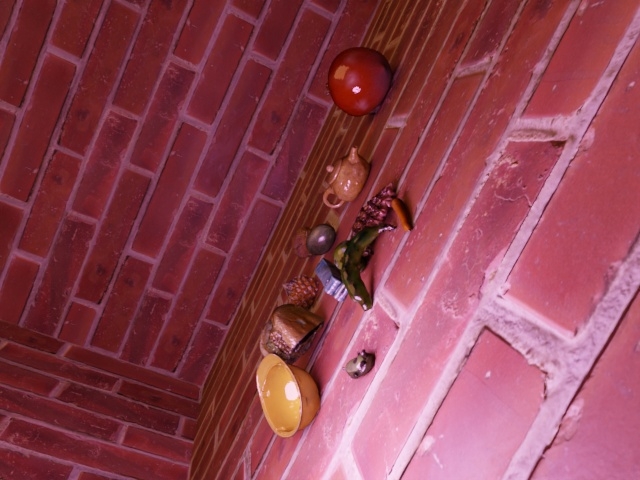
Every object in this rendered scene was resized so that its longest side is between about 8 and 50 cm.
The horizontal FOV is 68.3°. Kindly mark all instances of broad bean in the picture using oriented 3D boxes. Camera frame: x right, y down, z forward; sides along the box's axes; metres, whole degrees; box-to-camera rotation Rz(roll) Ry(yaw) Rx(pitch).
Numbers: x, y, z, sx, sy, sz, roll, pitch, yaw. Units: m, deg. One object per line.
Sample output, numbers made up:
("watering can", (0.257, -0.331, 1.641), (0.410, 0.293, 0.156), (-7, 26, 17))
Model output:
("broad bean", (0.130, 0.068, 1.441), (0.144, 0.049, 0.291), (8, 68, 32))

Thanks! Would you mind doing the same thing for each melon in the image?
("melon", (0.000, 0.000, 2.040), (0.167, 0.114, 0.114), (-55, 17, 31))

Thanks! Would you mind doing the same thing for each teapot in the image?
("teapot", (0.094, -0.269, 2.010), (0.311, 0.167, 0.203), (-57, 17, 35))

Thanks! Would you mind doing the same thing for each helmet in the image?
("helmet", (-0.081, 0.474, 1.467), (0.205, 0.140, 0.257), (-58, 44, 28))

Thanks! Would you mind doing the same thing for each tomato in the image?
("tomato", (0.189, -0.758, 2.239), (0.321, 0.322, 0.321), (-59, 15, 27))

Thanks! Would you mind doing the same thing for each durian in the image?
("durian", (-0.077, 0.011, 2.285), (0.168, 0.137, 0.158), (-81, -3, -72))

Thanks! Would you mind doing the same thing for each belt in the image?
("belt", (0.042, 0.138, 1.718), (0.072, 0.087, 0.302), (-52, 16, 6))

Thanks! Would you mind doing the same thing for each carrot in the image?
("carrot", (0.243, -0.077, 1.403), (0.037, 0.037, 0.190), (-60, 16, 25))

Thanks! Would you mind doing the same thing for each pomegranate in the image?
("pomegranate", (0.114, 0.048, 1.547), (0.162, 0.122, 0.122), (-32, 27, 20))

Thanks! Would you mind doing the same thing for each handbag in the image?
("handbag", (0.099, 0.332, 1.243), (0.111, 0.047, 0.072), (-47, 22, 48))

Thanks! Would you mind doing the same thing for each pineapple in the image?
("pineapple", (-0.102, 0.216, 2.015), (0.161, 0.137, 0.176), (-65, 13, 6))

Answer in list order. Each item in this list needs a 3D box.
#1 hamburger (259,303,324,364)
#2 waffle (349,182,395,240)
("hamburger", (-0.114, 0.322, 1.653), (0.288, 0.192, 0.167), (-22, -43, -66))
("waffle", (0.175, -0.082, 1.612), (0.234, 0.056, 0.221), (-42, 19, 50))
